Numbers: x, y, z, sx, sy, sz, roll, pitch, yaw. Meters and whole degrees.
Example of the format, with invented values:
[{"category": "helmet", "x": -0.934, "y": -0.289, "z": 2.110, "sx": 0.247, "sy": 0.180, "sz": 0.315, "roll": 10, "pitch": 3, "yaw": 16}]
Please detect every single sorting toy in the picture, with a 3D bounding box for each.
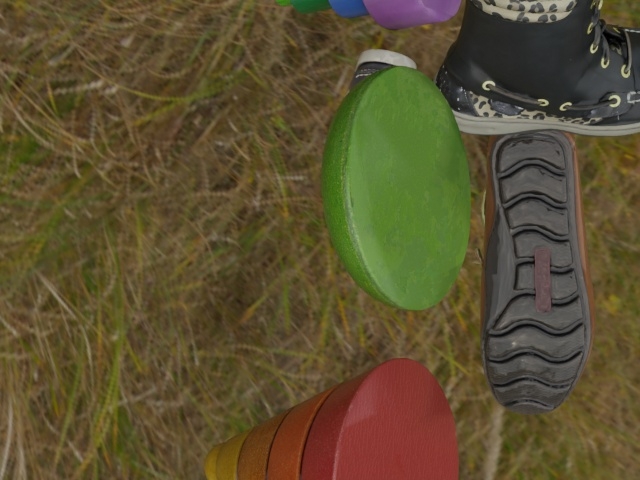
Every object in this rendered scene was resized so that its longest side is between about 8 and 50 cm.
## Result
[{"category": "sorting toy", "x": 0.000, "y": 0.000, "z": 0.619, "sx": 0.127, "sy": 0.126, "sz": 0.365, "roll": 20, "pitch": 70, "yaw": -53}]

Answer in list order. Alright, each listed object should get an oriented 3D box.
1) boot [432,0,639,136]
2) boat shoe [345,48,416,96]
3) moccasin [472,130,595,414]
[{"category": "boot", "x": 0.207, "y": -0.159, "z": 0.868, "sx": 0.236, "sy": 0.085, "sz": 0.178, "roll": -6, "pitch": 151, "yaw": -4}, {"category": "boat shoe", "x": 0.053, "y": -0.107, "z": 1.069, "sx": 0.075, "sy": 0.206, "sz": 0.065, "roll": 11, "pitch": 74, "yaw": 5}, {"category": "moccasin", "x": 0.240, "y": 0.026, "z": 1.322, "sx": 0.139, "sy": 0.147, "sz": 0.380, "roll": -6, "pitch": 111, "yaw": 13}]
